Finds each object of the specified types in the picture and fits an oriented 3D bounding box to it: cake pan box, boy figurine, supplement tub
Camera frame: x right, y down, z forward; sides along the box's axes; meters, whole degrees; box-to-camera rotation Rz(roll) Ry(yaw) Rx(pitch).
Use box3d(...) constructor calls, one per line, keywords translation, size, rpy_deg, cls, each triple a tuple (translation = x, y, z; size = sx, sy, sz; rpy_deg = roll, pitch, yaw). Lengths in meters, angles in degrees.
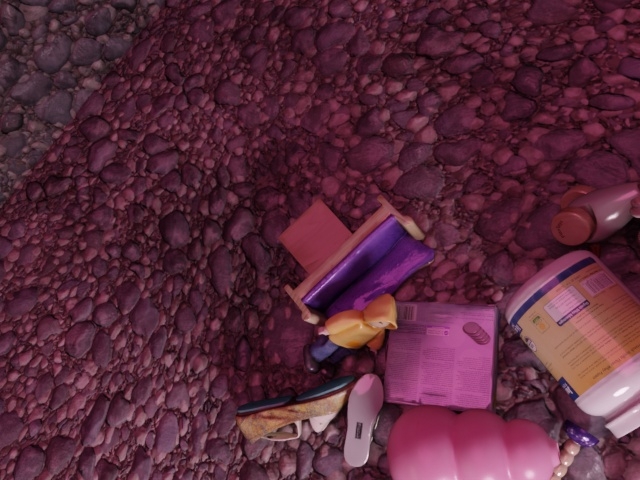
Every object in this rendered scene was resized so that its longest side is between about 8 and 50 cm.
box3d(translation=(0.279, 0.270, 1.266), size=(0.267, 0.070, 0.245), rpy_deg=(-1, 69, 25), cls="cake pan box")
box3d(translation=(0.088, 0.230, 1.299), size=(0.285, 0.177, 0.092), rpy_deg=(-40, 35, 31), cls="boy figurine")
box3d(translation=(0.552, 0.200, 1.069), size=(0.228, 0.228, 0.316), rpy_deg=(-39, 60, 8), cls="supplement tub")

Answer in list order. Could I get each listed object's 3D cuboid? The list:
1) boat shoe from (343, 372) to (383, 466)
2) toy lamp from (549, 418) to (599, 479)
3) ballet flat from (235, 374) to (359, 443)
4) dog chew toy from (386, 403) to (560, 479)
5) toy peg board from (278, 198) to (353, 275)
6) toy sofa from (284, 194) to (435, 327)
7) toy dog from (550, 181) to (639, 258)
box3d(translation=(0.099, 0.415, 1.272), size=(0.078, 0.070, 0.219), rpy_deg=(13, 93, 10), cls="boat shoe")
box3d(translation=(0.463, 0.501, 1.092), size=(0.080, 0.080, 0.274), rpy_deg=(34, 87, 30), cls="toy lamp")
box3d(translation=(-0.048, 0.432, 1.345), size=(0.349, 0.123, 0.123), rpy_deg=(-20, 65, 17), cls="ballet flat")
box3d(translation=(0.310, 0.437, 1.103), size=(0.332, 0.207, 0.206), rpy_deg=(-13, 67, 25), cls="dog chew toy")
box3d(translation=(0.000, 0.000, 1.499), size=(0.161, 0.079, 0.160), rpy_deg=(-43, 76, 6), cls="toy peg board")
box3d(translation=(0.105, 0.078, 1.368), size=(0.362, 0.150, 0.177), rpy_deg=(-44, 59, 5), cls="toy sofa")
box3d(translation=(0.652, -0.046, 1.123), size=(0.220, 0.160, 0.334), rpy_deg=(-36, 13, -21), cls="toy dog")
